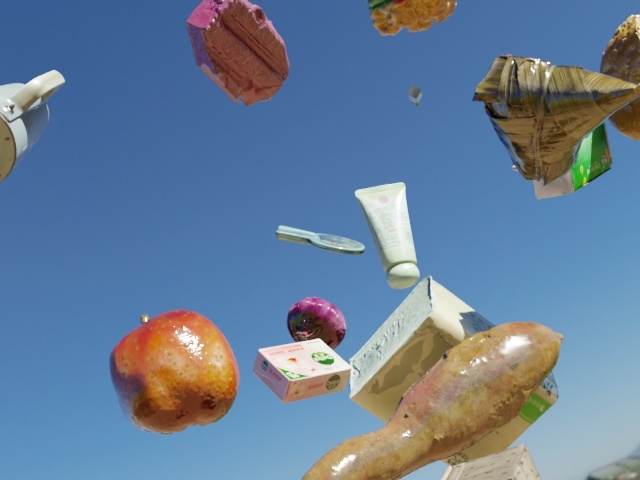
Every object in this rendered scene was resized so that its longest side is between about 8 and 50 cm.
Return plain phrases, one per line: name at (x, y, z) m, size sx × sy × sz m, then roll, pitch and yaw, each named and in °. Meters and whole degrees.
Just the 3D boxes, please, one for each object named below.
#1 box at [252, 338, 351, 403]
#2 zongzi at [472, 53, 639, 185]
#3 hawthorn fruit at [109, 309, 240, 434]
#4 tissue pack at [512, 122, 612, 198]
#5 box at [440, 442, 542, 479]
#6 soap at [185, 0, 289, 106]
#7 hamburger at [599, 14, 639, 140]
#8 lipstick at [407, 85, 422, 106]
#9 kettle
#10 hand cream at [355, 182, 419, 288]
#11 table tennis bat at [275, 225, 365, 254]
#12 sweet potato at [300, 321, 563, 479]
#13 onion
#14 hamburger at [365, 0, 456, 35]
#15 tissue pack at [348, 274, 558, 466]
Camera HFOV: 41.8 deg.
box at (-0.028, 0.197, 1.276) m, size 0.125 × 0.089 × 0.043 m, roll -5°, pitch -60°, yaw -41°
zongzi at (0.446, -0.197, 1.457) m, size 0.288 × 0.134 × 0.286 m, roll 10°, pitch -25°, yaw 40°
hawthorn fruit at (-0.320, 0.279, 1.814) m, size 0.275 × 0.299 × 0.275 m, roll -28°, pitch -22°, yaw -12°
tissue pack at (0.550, -0.195, 1.933) m, size 0.156 × 0.148 × 0.209 m, roll -7°, pitch 14°, yaw 44°
box at (0.387, 0.608, 1.735) m, size 0.190 × 0.297 × 0.225 m, roll -26°, pitch -4°, yaw 21°
soap at (-0.212, -0.505, 2.233) m, size 0.220 × 0.127 × 0.325 m, roll -48°, pitch -44°, yaw 1°
hamburger at (0.750, -0.335, 1.937) m, size 0.162 × 0.330 × 0.209 m, roll -23°, pitch -12°, yaw -36°
lipstick at (0.227, -0.338, 2.000) m, size 0.025 × 0.025 × 0.107 m, roll -56°, pitch -12°, yaw -2°
kettle at (-0.561, -0.222, 1.494) m, size 0.210 × 0.160 × 0.243 m, roll -41°, pitch 15°, yaw 18°
hand cream at (0.198, -0.017, 2.340) m, size 0.147 × 0.305 × 0.093 m, roll -10°, pitch -20°, yaw -5°
table tennis bat at (0.000, 0.000, 2.195) m, size 0.237 × 0.038 × 0.149 m, roll 11°, pitch 13°, yaw 3°
sweet potato at (0.128, 0.194, 0.930) m, size 0.385 × 0.109 × 0.109 m, roll -28°, pitch -17°, yaw -26°
onion at (-0.011, 0.161, 1.563) m, size 0.115 × 0.115 × 0.104 m, roll -40°, pitch -2°, yaw 39°
hamburger at (0.216, -0.553, 1.910) m, size 0.237 × 0.149 × 0.237 m, roll -20°, pitch 2°, yaw 1°
tissue pack at (0.319, 0.342, 2.052) m, size 0.332 × 0.405 × 0.205 m, roll -50°, pitch 12°, yaw 20°
